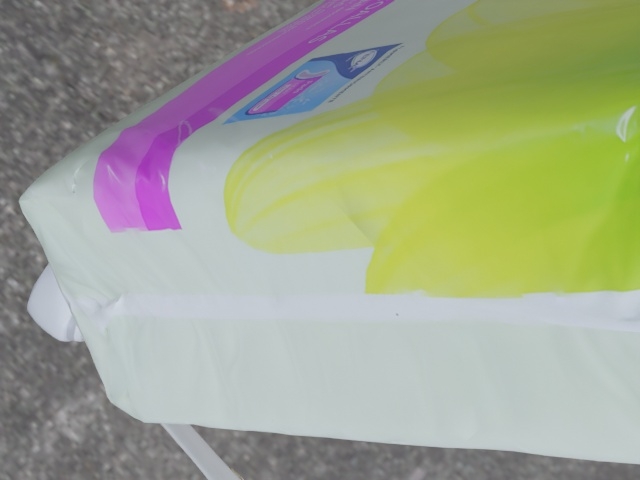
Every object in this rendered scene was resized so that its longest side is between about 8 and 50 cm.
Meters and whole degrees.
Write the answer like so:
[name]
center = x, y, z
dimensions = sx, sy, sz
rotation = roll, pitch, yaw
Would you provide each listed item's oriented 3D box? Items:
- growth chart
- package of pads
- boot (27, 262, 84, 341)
[growth chart]
center = -0.027, 0.161, 0.842
dimensions = 0.021, 0.172, 0.237
rotation = -44, 146, -7
[package of pads]
center = 0.091, -0.034, 0.433
dimensions = 0.229, 0.296, 0.101
rotation = -36, 113, -39
[boot]
center = 0.000, 0.000, 0.672
dimensions = 0.258, 0.123, 0.095
rotation = -36, 165, -39
